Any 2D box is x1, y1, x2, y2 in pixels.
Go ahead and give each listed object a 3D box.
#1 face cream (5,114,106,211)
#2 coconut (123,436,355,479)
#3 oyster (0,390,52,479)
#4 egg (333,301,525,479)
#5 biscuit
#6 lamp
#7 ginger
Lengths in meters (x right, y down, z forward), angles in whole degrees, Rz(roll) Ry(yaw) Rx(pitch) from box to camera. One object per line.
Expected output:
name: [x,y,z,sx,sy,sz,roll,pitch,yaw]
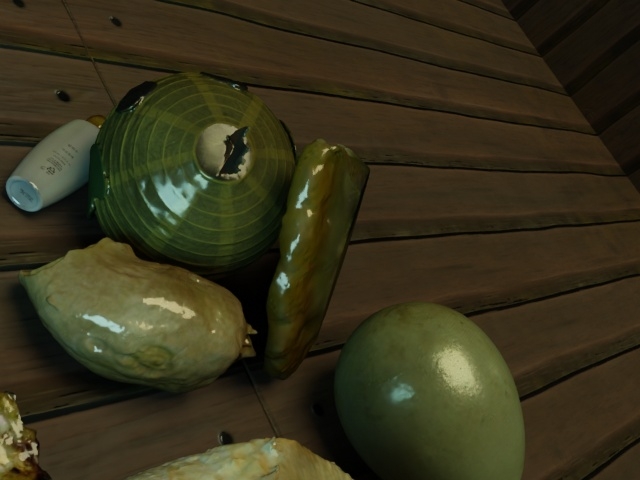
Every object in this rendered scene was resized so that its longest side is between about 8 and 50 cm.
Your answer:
face cream: [-0.303,-0.095,1.010,0.072,0.051,0.182,41,34,-9]
coconut: [-0.060,0.307,0.557,0.346,0.360,0.346,17,58,-30]
oyster: [-0.361,0.162,0.602,0.361,0.096,0.221,13,18,-48]
egg: [0.143,0.218,1.068,0.295,0.218,0.218,61,32,-5]
biscuit: [0.000,0.000,1.058,0.078,0.329,0.335,15,27,5]
lamp: [-0.140,-0.075,0.975,0.250,0.284,0.250,3,82,-23]
ginger: [-0.183,0.082,0.891,0.267,0.138,0.152,32,30,-17]
